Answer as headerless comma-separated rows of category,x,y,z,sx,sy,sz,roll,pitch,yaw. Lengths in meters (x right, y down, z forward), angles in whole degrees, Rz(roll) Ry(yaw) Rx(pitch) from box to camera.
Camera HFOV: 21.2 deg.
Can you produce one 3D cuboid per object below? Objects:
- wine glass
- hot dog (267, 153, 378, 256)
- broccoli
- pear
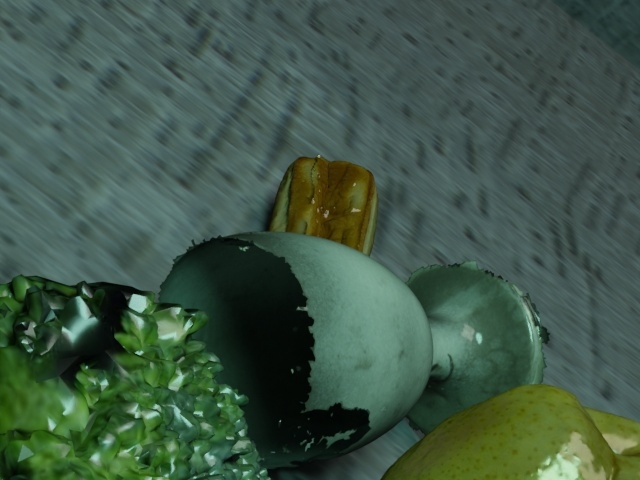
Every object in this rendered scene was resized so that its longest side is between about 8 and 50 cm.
wine glass,0.023,0.089,1.401,0.357,0.190,0.190,2,45,-52
hot dog,0.000,0.000,1.626,0.102,0.076,0.249,9,37,0
broccoli,-0.162,0.180,0.918,0.317,0.338,0.277,37,-14,48
pear,0.160,0.238,1.276,0.271,0.271,0.271,31,27,-18
